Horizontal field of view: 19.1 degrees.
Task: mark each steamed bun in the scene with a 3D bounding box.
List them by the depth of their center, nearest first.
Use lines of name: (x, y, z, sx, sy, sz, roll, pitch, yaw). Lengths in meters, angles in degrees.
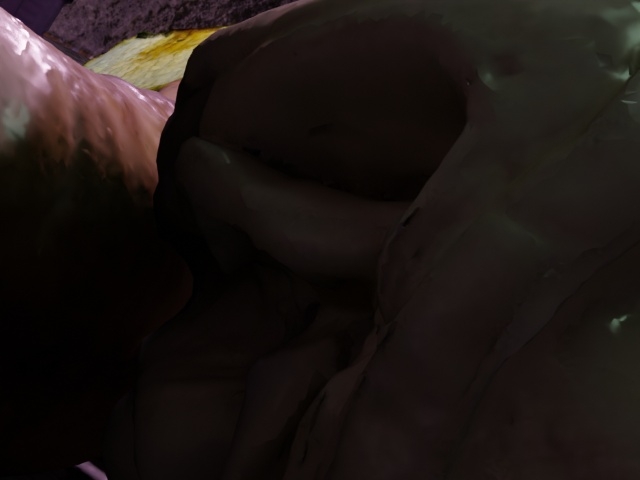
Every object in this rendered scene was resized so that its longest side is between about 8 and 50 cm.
steamed bun: (0.051, 0.056, 0.597, 0.247, 0.352, 0.339, -1, -4, 4)

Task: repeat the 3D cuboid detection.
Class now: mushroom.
mushroom: (-0.155, 0.005, 0.723, 0.314, 0.224, 0.397, 43, 9, -15)

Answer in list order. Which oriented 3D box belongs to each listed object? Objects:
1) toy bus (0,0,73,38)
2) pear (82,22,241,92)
toy bus: (-0.354, -0.191, 1.083, 0.209, 0.249, 0.440, 32, 0, 26)
pear: (-0.092, -0.059, 1.660, 0.292, 0.159, 0.292, 31, -32, 22)
